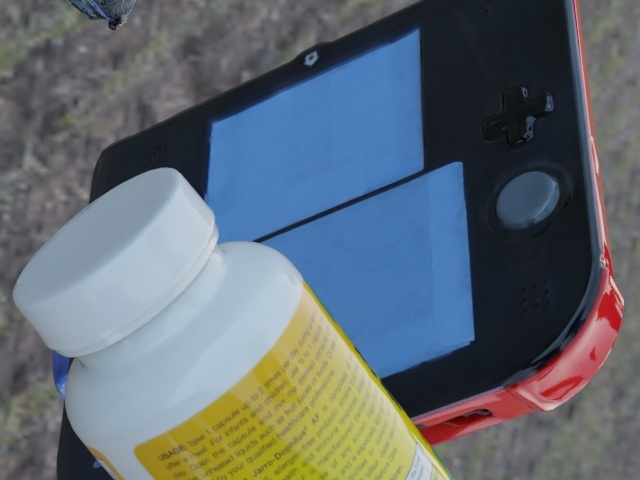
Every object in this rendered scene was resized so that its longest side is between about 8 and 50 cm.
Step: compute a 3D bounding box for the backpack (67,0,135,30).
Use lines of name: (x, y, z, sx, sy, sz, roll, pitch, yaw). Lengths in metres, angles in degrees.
backpack: (-0.242, -0.295, 1.909, 0.114, 0.084, 0.105, 45, 65, -44)

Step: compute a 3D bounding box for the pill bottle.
pill bottle: (-0.035, 0.075, 0.788, 0.208, 0.118, 0.117, 53, 44, -20)

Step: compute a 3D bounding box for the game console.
game console: (0.000, 0.000, 1.163, 0.060, 0.387, 0.342, 43, 35, -43)

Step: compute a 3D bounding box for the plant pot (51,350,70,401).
plant pot: (-0.159, 0.123, 2.015, 0.236, 0.236, 0.212, 61, -2, -36)
